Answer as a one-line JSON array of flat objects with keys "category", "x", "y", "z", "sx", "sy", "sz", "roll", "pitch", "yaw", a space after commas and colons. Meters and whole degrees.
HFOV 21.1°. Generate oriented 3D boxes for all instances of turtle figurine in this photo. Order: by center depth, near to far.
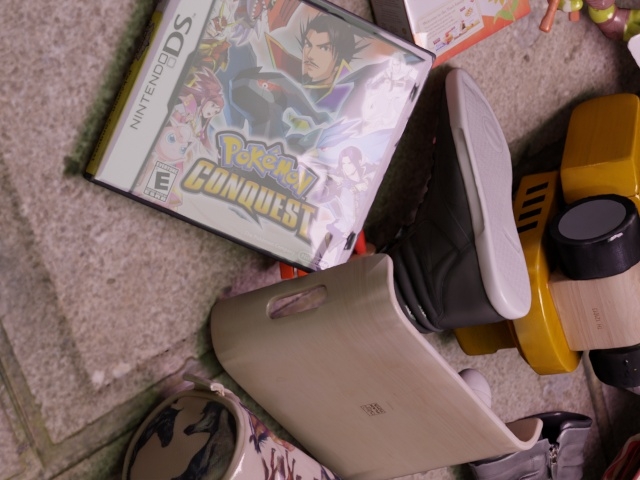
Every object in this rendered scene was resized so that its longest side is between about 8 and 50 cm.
[{"category": "turtle figurine", "x": 0.271, "y": -0.296, "z": 1.827, "sx": 0.217, "sy": 0.087, "sz": 0.269, "roll": 32, "pitch": 52, "yaw": -43}]

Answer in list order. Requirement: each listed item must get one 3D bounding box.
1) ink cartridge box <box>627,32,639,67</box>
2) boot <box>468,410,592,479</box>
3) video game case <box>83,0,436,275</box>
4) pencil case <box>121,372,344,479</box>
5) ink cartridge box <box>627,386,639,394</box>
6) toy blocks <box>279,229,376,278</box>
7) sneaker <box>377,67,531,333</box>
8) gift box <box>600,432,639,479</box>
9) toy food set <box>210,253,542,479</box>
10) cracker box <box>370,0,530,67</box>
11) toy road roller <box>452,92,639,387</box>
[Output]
[{"category": "ink cartridge box", "x": 0.503, "y": -0.141, "z": 1.937, "sx": 0.207, "sy": 0.119, "sz": 0.353, "roll": -30, "pitch": 140, "yaw": 13}, {"category": "boot", "x": 0.189, "y": 0.337, "z": 1.974, "sx": 0.338, "sy": 0.118, "sz": 0.222, "roll": -27, "pitch": 116, "yaw": -39}, {"category": "video game case", "x": -0.054, "y": -0.120, "z": 1.644, "sx": 0.275, "sy": 0.035, "sz": 0.248, "roll": 23, "pitch": 90, "yaw": -22}, {"category": "pencil case", "x": -0.017, "y": 0.297, "z": 1.756, "sx": 0.410, "sy": 0.160, "sz": 0.183, "roll": 38, "pitch": 60, "yaw": -34}, {"category": "ink cartridge box", "x": 0.405, "y": 0.116, "z": 2.086, "sx": 0.122, "sy": 0.052, "sz": 0.088, "roll": -34, "pitch": 121, "yaw": -25}, {"category": "toy blocks", "x": 0.000, "y": 0.000, "z": 1.754, "sx": 0.123, "sy": 0.054, "sz": 0.148, "roll": -23, "pitch": 117, "yaw": -30}, {"category": "sneaker", "x": 0.121, "y": -0.036, "z": 1.782, "sx": 0.104, "sy": 0.147, "sz": 0.295, "roll": 29, "pitch": 47, "yaw": -49}, {"category": "gift box", "x": 0.486, "y": 0.297, "z": 2.057, "sx": 0.255, "sy": 0.258, "sz": 0.276, "roll": -54, "pitch": 166, "yaw": -5}, {"category": "toy food set", "x": 0.059, "y": 0.136, "z": 1.754, "sx": 0.306, "sy": 0.220, "sz": 0.092, "roll": 47, "pitch": 41, "yaw": -35}, {"category": "cracker box", "x": 0.115, "y": -0.308, "z": 1.735, "sx": 0.156, "sy": 0.067, "sz": 0.232, "roll": -31, "pitch": 121, "yaw": -26}, {"category": "toy road roller", "x": 0.262, "y": 0.006, "z": 1.889, "sx": 0.329, "sy": 0.241, "sz": 0.202, "roll": -66, "pitch": 142, "yaw": -50}]
